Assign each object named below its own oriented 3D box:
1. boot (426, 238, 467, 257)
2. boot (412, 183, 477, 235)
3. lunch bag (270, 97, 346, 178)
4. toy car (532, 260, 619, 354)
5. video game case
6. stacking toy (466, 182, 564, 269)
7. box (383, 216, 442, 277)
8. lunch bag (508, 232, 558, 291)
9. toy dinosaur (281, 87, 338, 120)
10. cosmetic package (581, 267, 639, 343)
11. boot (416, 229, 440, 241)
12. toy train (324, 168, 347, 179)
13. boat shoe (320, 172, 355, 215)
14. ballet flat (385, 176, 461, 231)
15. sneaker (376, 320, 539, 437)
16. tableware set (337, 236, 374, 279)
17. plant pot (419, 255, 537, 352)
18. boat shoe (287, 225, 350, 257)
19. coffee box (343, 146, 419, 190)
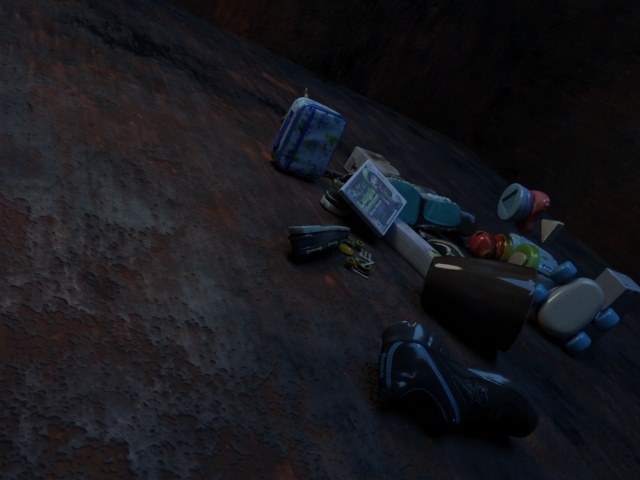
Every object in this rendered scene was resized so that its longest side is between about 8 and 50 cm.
[{"bbox_3d":[0.366,0.071,1.521,0.198,0.077,0.137,32,36,29],"label":"boot"},{"bbox_3d":[0.420,-0.100,1.917,0.305,0.112,0.115,32,-7,11],"label":"boot"},{"bbox_3d":[-0.039,-0.298,1.548,0.176,0.219,0.090,17,22,-33],"label":"lunch bag"},{"bbox_3d":[0.745,0.211,1.627,0.219,0.210,0.238,51,-2,11],"label":"toy car"},{"bbox_3d":[0.151,-0.122,1.473,0.173,0.022,0.190,47,45,-6],"label":"video game case"},{"bbox_3d":[0.628,-0.026,1.731,0.130,0.309,0.279,18,23,-13],"label":"stacking toy"},{"bbox_3d":[0.277,0.034,1.478,0.063,0.067,0.324,-1,39,-51],"label":"box"},{"bbox_3d":[0.759,0.080,1.925,0.224,0.108,0.279,36,24,7],"label":"lunch bag"},{"bbox_3d":[-0.027,-0.459,2.009,0.200,0.127,0.296,37,29,-7],"label":"toy dinosaur"},{"bbox_3d":[0.897,0.213,1.674,0.127,0.238,0.107,17,28,-32],"label":"cosmetic package"},{"bbox_3d":[0.362,0.007,1.671,0.114,0.037,0.106,28,11,-18],"label":"boot"},{"bbox_3d":[0.050,-0.216,1.739,0.158,0.027,0.036,15,18,-33],"label":"toy train"},{"bbox_3d":[0.100,-0.151,1.587,0.109,0.091,0.305,37,24,11],"label":"boat shoe"},{"bbox_3d":[0.292,-0.100,1.708,0.409,0.147,0.147,15,29,-37],"label":"ballet flat"},{"bbox_3d":[0.238,0.283,0.927,0.340,0.125,0.140,30,51,-11],"label":"sneaker"},{"bbox_3d":[0.086,0.033,1.298,0.104,0.024,0.154,30,24,-4],"label":"tableware set"},{"bbox_3d":[0.369,0.127,1.274,0.230,0.215,0.215,21,22,10],"label":"plant pot"},{"bbox_3d":[0.000,0.000,1.208,0.081,0.069,0.227,-1,1,31],"label":"boat shoe"},{"bbox_3d":[0.212,-0.215,1.842,0.141,0.098,0.246,8,33,-43],"label":"coffee box"}]
